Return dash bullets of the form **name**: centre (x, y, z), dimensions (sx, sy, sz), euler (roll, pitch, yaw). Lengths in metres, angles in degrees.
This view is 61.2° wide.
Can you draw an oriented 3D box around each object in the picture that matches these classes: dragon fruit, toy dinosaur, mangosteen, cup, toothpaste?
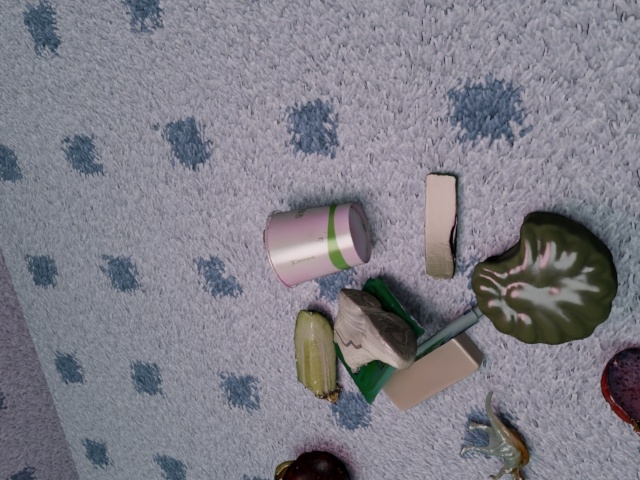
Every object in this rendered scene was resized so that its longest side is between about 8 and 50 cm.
- **dragon fruit**: centre (0.832, 0.408, 1.417), dimensions (0.148, 0.219, 0.223), euler (89, 165, -55)
- **toy dinosaur**: centre (0.542, 0.613, 1.683), dimensions (0.206, 0.092, 0.392), euler (4, 110, 26)
- **mangosteen**: centre (-0.026, 0.910, 1.996), dimensions (0.288, 0.288, 0.288), euler (10, 113, 24)
- **cup**: centre (0.000, 0.000, 1.649), dimensions (0.274, 0.253, 0.253), euler (-14, 103, 22)
- **toothpaste**: centre (0.355, 0.281, 1.578), dimensions (0.297, 0.075, 0.048), euler (-33, 63, -7)

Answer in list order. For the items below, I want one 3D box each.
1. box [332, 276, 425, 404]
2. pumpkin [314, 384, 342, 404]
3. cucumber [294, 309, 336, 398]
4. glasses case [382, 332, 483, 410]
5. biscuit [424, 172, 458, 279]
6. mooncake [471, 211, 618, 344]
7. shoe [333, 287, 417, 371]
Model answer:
- **box**: centre (0.193, 0.303, 1.700), dimensions (0.264, 0.106, 0.336), euler (55, 131, 38)
- **pumpkin**: centre (0.033, 0.544, 1.955), dimensions (0.101, 0.035, 0.073), euler (17, 105, 24)
- **cucumber**: centre (-0.015, 0.370, 1.873), dimensions (0.145, 0.105, 0.325), euler (19, 120, 50)
- **glasses case**: centre (0.341, 0.409, 1.716), dimensions (0.144, 0.076, 0.336), euler (50, 123, 1)
- **biscuit**: centre (0.350, -0.036, 1.562), dimensions (0.099, 0.038, 0.322), euler (7, 113, 28)
- **mooncake**: centre (0.583, 0.111, 1.415), dimensions (0.351, 0.187, 0.351), euler (8, 111, 22)
- **shoe**: centre (0.145, 0.301, 1.578), dimensions (0.342, 0.132, 0.210), euler (41, 123, 51)
